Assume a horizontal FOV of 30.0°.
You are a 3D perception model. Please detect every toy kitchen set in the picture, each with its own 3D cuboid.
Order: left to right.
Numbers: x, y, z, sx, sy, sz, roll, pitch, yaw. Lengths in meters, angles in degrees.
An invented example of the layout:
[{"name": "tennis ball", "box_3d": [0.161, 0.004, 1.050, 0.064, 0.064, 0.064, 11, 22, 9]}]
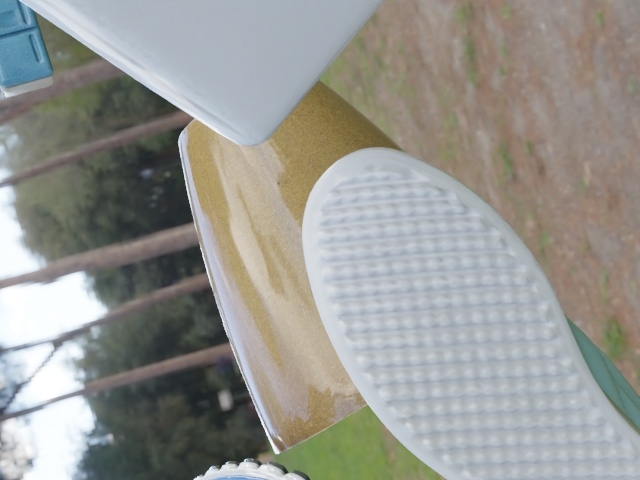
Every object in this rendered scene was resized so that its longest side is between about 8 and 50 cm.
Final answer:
[{"name": "toy kitchen set", "box_3d": [-0.361, -0.190, 1.089, 0.166, 0.207, 0.122, 151, 100, -77]}]

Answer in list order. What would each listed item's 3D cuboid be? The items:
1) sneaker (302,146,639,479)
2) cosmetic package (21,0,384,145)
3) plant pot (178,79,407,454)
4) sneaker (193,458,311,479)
[{"name": "sneaker", "box_3d": [0.115, 0.091, 0.766, 0.366, 0.135, 0.150, 53, -175, -10]}, {"name": "cosmetic package", "box_3d": [-0.068, -0.319, 0.418, 0.327, 0.393, 0.329, 32, -169, -46]}, {"name": "plant pot", "box_3d": [0.000, 0.000, 0.944, 0.254, 0.237, 0.237, 58, 173, 5]}, {"name": "sneaker", "box_3d": [-0.006, 0.251, 0.799, 0.330, 0.147, 0.129, 6, 138, 44]}]
